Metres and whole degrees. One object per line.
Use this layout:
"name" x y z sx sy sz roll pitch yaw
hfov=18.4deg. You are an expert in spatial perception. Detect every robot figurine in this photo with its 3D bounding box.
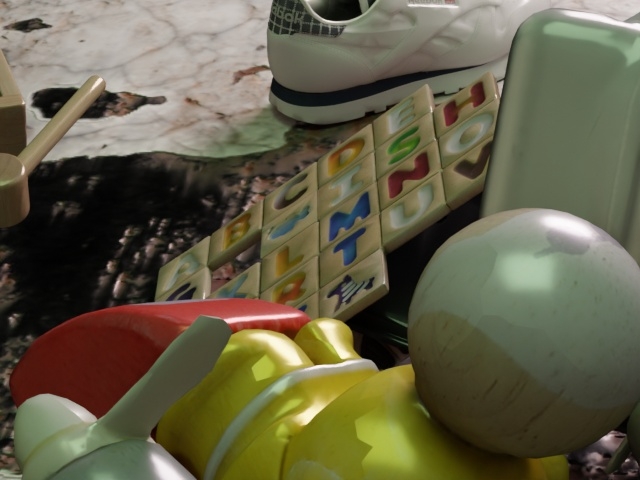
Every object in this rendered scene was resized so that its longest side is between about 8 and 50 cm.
"robot figurine" 0.253 -0.019 0.895 0.353 0.200 0.300 11 10 6

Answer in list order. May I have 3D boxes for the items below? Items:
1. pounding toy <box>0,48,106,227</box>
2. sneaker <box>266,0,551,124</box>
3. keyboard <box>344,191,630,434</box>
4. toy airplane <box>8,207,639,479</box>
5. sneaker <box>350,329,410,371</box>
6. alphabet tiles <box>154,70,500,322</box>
"pounding toy" -0.224 -0.055 1.240 0.181 0.094 0.206 -9 39 -19
"sneaker" 0.067 -0.156 1.367 0.235 0.095 0.090 -22 32 -31
"keyboard" 0.181 0.027 1.020 0.317 0.033 0.201 21 51 17
"toy airplane" 0.061 0.128 0.686 0.384 0.272 0.386 16 16 -4
"sneaker" 0.043 0.028 1.090 0.068 0.071 0.170 37 59 12
"alphabet tiles" 0.000 0.000 1.049 0.237 0.009 0.198 -35 22 16
